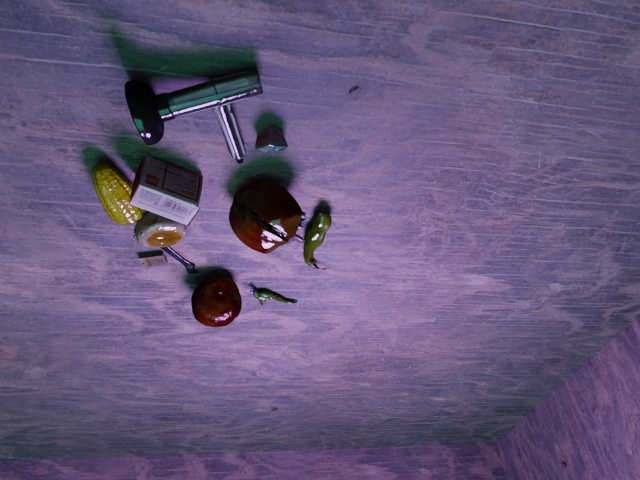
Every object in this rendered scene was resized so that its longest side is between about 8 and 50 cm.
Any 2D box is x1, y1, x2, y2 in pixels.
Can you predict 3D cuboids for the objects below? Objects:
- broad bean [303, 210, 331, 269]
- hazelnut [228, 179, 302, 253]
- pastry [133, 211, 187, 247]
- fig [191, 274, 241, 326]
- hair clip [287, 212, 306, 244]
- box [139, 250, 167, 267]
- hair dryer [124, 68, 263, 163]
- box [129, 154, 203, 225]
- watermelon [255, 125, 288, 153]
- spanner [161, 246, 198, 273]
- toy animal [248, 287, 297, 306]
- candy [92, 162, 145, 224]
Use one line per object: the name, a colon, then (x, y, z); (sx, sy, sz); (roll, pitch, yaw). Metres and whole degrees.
broad bean: (-0.011, 0.002, 1.711); (0.098, 0.056, 0.318); (-9, 144, -8)
hazelnut: (-0.173, -0.073, 1.500); (0.181, 0.181, 0.212); (33, 106, -32)
pastry: (-0.497, -0.036, 1.552); (0.166, 0.088, 0.166); (-15, 152, -8)
fig: (-0.366, 0.245, 1.864); (0.190, 0.191, 0.290); (-12, 155, 5)
hair clip: (-0.134, -0.038, 1.646); (0.187, 0.056, 0.146); (-19, 131, 17)
box: (-0.575, 0.066, 1.719); (0.083, 0.024, 0.053); (-6, 138, 0)
hair dryer: (-0.299, -0.282, 1.280); (0.320, 0.156, 0.284); (-10, 129, -10)
box: (-0.435, -0.144, 1.423); (0.182, 0.133, 0.099); (22, 132, -27)
watermelon: (-0.140, -0.271, 1.371); (0.084, 0.092, 0.072); (-25, 98, 7)
spanner: (-0.496, 0.061, 1.734); (0.046, 0.012, 0.208); (-23, 136, 19)
toy animal: (-0.196, 0.232, 1.953); (0.217, 0.041, 0.075); (22, 130, -35)
candy: (-0.590, -0.141, 1.435); (0.106, 0.094, 0.199); (-37, 137, -20)
